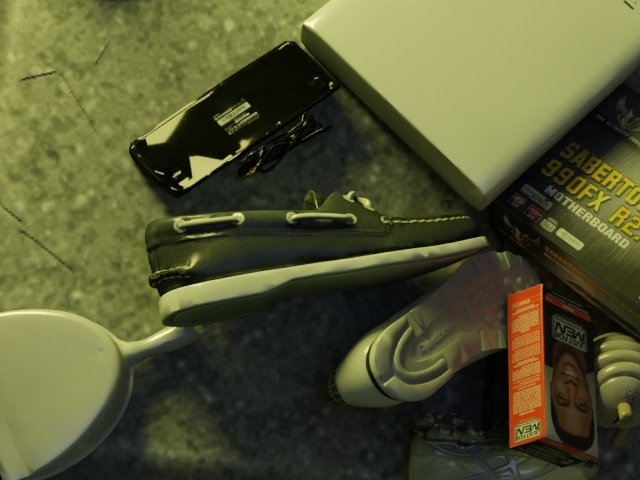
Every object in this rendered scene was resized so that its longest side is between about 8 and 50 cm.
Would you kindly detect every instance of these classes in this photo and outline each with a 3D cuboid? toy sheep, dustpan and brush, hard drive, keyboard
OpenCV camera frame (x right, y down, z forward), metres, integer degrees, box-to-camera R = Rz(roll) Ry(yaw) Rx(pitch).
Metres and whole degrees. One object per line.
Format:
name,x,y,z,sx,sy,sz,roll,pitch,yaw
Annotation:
toy sheep,0.263,0.129,1.387,0.091,0.132,0.091,-1,115,-1
dustpan and brush,-0.187,0.104,1.305,0.211,0.060,0.147,-23,73,-12
hard drive,0.187,-0.219,1.455,0.353,0.047,0.233,-41,78,-20
keyboard,-0.069,-0.095,1.395,0.192,0.038,0.100,-35,66,-18

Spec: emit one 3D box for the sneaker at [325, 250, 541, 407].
sneaker,0.104,0.079,1.373,0.235,0.095,0.090,-22,84,-39

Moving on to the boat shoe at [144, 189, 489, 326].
boat shoe,0.000,0.000,1.342,0.302,0.114,0.091,-9,77,-24

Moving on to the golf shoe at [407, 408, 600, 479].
golf shoe,0.157,0.203,1.379,0.176,0.069,0.086,11,102,-15

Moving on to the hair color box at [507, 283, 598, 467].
hair color box,0.199,0.116,1.342,0.072,0.043,0.141,23,57,-36

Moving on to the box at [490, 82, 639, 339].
box,0.298,-0.017,1.409,0.231,0.056,0.183,39,69,23
